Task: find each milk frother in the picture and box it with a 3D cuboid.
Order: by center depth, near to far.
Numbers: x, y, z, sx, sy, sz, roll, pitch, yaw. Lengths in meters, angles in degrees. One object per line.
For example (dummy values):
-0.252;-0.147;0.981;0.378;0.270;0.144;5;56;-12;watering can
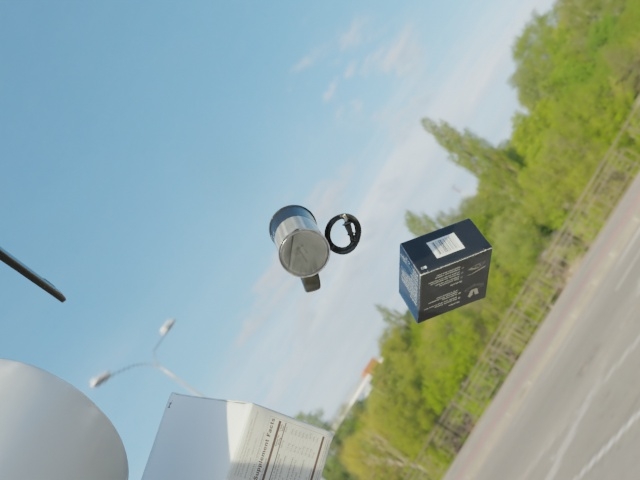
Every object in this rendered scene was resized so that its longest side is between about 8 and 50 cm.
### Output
0.000;0.000;1.420;0.143;0.129;0.135;-32;22;2;milk frother

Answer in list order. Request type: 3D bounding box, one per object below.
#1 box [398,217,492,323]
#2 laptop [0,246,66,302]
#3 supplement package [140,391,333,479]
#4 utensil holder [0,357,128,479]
0.240;0.060;1.680;0.156;0.093;0.158;-19;-40;-13;box
-0.723;0.024;1.456;0.236;0.382;0.408;-53;-27;-12;laptop
-0.136;0.342;1.239;0.262;0.145;0.204;-10;59;57;supplement package
-0.425;0.367;0.975;0.385;0.328;0.327;-69;2;-60;utensil holder
